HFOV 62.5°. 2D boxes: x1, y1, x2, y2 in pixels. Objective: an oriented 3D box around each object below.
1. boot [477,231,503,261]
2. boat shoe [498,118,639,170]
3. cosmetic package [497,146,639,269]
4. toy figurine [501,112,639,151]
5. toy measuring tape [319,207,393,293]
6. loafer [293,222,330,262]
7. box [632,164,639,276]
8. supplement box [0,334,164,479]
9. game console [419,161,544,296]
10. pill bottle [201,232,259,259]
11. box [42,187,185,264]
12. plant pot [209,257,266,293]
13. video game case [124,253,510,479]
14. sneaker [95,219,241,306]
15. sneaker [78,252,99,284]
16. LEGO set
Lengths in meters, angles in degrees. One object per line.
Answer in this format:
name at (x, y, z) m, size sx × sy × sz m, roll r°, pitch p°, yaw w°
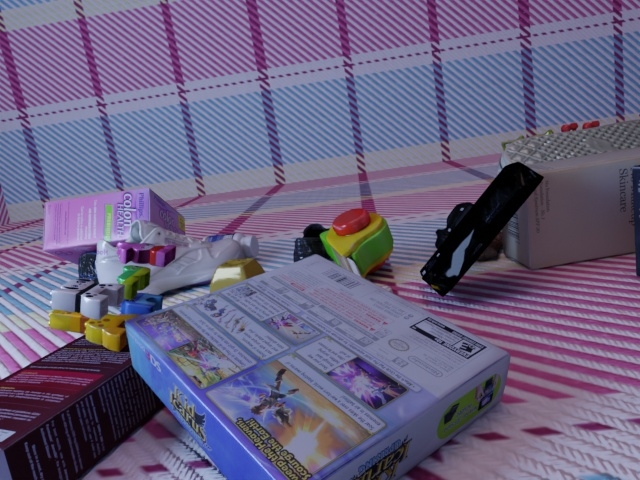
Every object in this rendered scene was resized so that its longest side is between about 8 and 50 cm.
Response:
boot at (0.286, 0.009, 0.980) m, size 0.106 × 0.037 × 0.114 m, roll -3°, pitch 18°, yaw 34°
boat shoe at (0.603, -0.128, 1.038) m, size 0.501 × 0.156 × 0.186 m, roll -6°, pitch 42°, yaw 4°
cosmetic package at (0.469, -0.061, 0.879) m, size 0.310 × 0.160 × 0.113 m, roll -10°, pitch 13°, yaw -2°
toy figurine at (0.620, -0.167, 1.225) m, size 0.363 × 0.191 × 0.217 m, roll -7°, pitch 17°, yaw 11°
toy measuring tape at (0.089, 0.019, 0.890) m, size 0.121 × 0.121 × 0.330 m, roll -11°, pitch 19°, yaw -13°
loafer at (0.000, 0.000, 1.107) m, size 0.076 × 0.078 × 0.223 m, roll -4°, pitch 13°, yaw 19°
box at (0.517, -0.033, 0.707) m, size 0.156 × 0.158 × 0.093 m, roll -12°, pitch 12°, yaw -16°
supplement box at (-0.256, 0.167, 0.525) m, size 0.130 × 0.073 × 0.239 m, roll -3°, pitch 14°, yaw 23°
game console at (0.244, -0.027, 0.872) m, size 0.213 × 0.044 × 0.361 m, roll -52°, pitch -3°, yaw 9°
pill bottle at (-0.204, 0.017, 1.197) m, size 0.120 × 0.067 × 0.067 m, roll -5°, pitch 13°, yaw 16°
box at (-0.469, -0.017, 1.230) m, size 0.243 × 0.117 × 0.213 m, roll -8°, pitch -17°, yaw 4°
plant pot at (-0.130, 0.074, 0.843) m, size 0.081 × 0.083 × 0.081 m, roll -5°, pitch 13°, yaw 18°
video game case at (-0.011, 0.113, 0.494) m, size 0.244 × 0.061 × 0.270 m, roll -17°, pitch 29°, yaw -37°
sneaker at (-0.286, 0.023, 1.033) m, size 0.305 × 0.152 × 0.114 m, roll -18°, pitch 13°, yaw -43°
sneaker at (-0.441, 0.065, 1.161) m, size 0.221 × 0.083 × 0.087 m, roll -1°, pitch -2°, yaw 21°
LEGO set at (-0.249, 0.065, 0.605) m, size 0.093 × 0.087 × 0.227 m, roll 8°, pitch 12°, yaw 0°
